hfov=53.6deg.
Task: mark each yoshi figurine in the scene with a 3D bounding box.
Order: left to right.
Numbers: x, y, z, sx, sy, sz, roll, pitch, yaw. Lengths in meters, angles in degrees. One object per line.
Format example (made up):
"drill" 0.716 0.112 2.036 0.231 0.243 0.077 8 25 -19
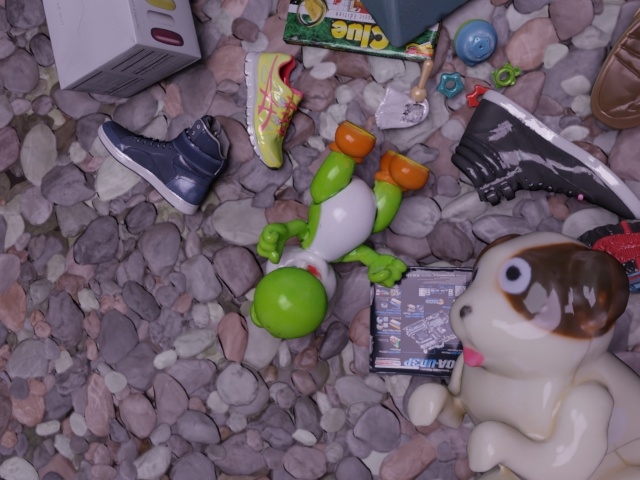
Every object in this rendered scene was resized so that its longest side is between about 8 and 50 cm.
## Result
"yoshi figurine" 0.010 0.012 0.962 0.203 0.203 0.362 38 103 29

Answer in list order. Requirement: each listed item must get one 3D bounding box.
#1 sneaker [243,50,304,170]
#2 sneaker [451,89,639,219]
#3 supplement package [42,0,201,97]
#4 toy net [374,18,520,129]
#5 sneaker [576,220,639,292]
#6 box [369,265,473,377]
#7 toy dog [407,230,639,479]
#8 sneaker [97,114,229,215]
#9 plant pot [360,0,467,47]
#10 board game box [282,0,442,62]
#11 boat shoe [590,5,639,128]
"sneaker" -0.073 -0.223 1.068 0.094 0.081 0.208 -5 88 11
"sneaker" 0.330 -0.088 0.963 0.296 0.104 0.147 40 101 16
"supplement package" -0.346 -0.406 1.074 0.204 0.145 0.261 -15 86 33
"toy net" 0.195 -0.245 1.023 0.232 0.045 0.122 -33 116 16
"sneaker" 0.494 0.020 0.912 0.262 0.125 0.104 -6 66 18
"box" 0.188 0.129 1.017 0.220 0.051 0.175 0 90 14
"toy dog" 0.316 0.187 0.825 0.395 0.284 0.407 -26 107 -6
"sneaker" -0.264 -0.175 1.103 0.226 0.086 0.163 39 109 1
"plant pot" 0.134 -0.489 0.911 0.248 0.252 0.247 -34 76 5
"board game box" 0.073 -0.381 1.061 0.260 0.030 0.136 12 95 13
"boat shoe" 0.517 -0.311 0.913 0.122 0.110 0.341 36 107 4
